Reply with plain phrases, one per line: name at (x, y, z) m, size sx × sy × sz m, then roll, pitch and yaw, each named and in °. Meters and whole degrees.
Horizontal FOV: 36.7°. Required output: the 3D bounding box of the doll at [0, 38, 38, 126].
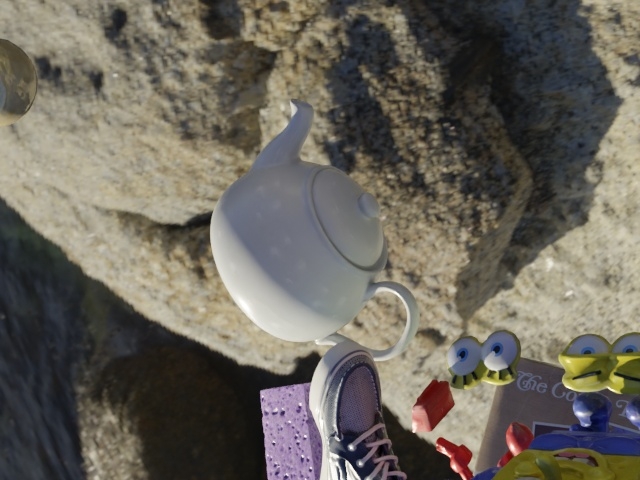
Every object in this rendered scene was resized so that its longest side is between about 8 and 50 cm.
doll at (-0.208, -0.088, 0.384) m, size 0.189 × 0.046 × 0.129 m, roll 16°, pitch 132°, yaw -17°

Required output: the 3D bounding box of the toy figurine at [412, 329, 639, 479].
toy figurine at (0.187, 0.187, 0.579) m, size 0.362 × 0.217 × 0.191 m, roll -3°, pitch 109°, yaw 36°

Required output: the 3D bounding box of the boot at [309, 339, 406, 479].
boot at (0.043, 0.178, 0.814) m, size 0.086 × 0.069 × 0.190 m, roll 34°, pitch 138°, yaw 45°

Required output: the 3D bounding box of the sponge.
sponge at (-0.032, 0.302, 1.312) m, size 0.117 × 0.031 × 0.210 m, roll -20°, pitch 73°, yaw 51°

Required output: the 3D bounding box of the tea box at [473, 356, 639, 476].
tea box at (0.368, 0.278, 1.087) m, size 0.329 × 0.323 × 0.220 m, roll 14°, pitch 85°, yaw 26°

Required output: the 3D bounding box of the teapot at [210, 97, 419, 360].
teapot at (0.000, 0.000, 1.225) m, size 0.187 × 0.252 × 0.256 m, roll -28°, pitch 131°, yaw 30°
